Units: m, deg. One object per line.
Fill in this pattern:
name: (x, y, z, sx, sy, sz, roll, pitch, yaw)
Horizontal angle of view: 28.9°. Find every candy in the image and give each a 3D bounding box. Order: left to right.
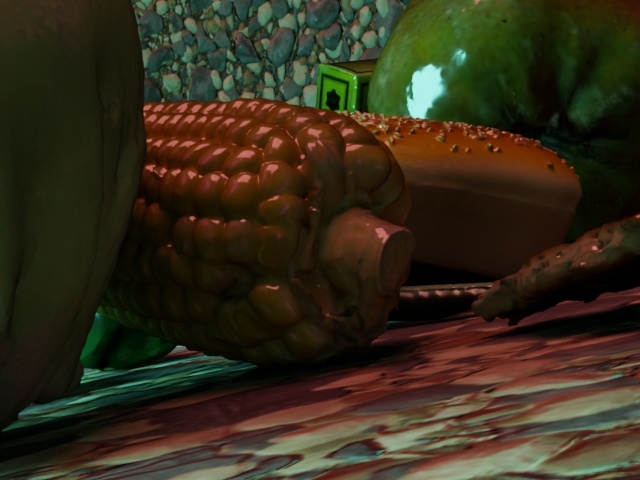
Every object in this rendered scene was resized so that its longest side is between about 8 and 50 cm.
candy: (-0.037, 0.036, 0.751, 0.323, 0.097, 0.097, -2, 5, 32)

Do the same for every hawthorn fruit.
hawthorn fruit: (0.180, -0.124, 1.081, 0.268, 0.267, 0.301, -11, 23, 17)

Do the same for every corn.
corn: (-0.080, -0.014, 0.654, 0.130, 0.130, 0.347, -12, 16, -41)

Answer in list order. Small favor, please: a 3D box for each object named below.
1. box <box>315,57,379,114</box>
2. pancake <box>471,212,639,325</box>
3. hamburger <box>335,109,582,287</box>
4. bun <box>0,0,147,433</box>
box: (0.059, -0.068, 1.220, 0.141, 0.220, 0.064, -10, 23, -38)
pancake: (0.186, 0.006, 0.514, 0.244, 0.057, 0.266, -22, -10, 33)
hamburger: (0.059, -0.028, 0.791, 0.210, 0.116, 0.173, 9, -9, -26)
bun: (-0.176, 0.005, 0.509, 0.293, 0.187, 0.293, -40, 6, 5)
